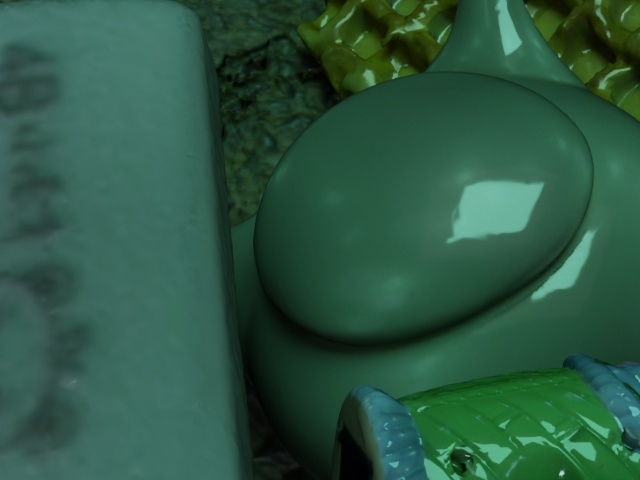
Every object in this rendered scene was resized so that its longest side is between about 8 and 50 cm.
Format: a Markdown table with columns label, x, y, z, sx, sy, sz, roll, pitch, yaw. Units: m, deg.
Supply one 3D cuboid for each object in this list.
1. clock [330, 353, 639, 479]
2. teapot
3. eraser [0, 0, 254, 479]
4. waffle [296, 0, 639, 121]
| label | x | y | z | sx | sy | sz | roll | pitch | yaw |
| --- | --- | --- | --- | --- | --- | --- | --- | --- | --- |
| clock | 0.101 | 0.137 | 0.650 | 0.196 | 0.194 | 0.100 | 2 | 16 | -12 |
| teapot | 0.004 | 0.027 | 0.755 | 0.318 | 0.149 | 0.220 | -27 | 43 | 4 |
| eraser | -0.116 | 0.035 | 0.650 | 0.174 | 0.094 | 0.270 | -11 | 48 | 4 |
| waffle | 0.110 | -0.122 | 0.901 | 0.253 | 0.056 | 0.249 | -15 | 58 | 15 |
